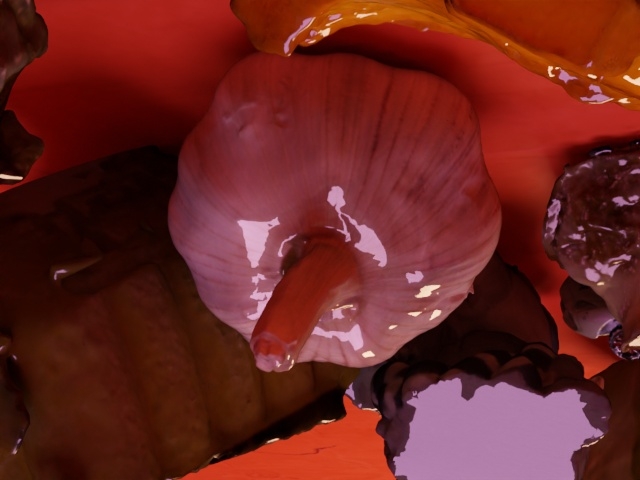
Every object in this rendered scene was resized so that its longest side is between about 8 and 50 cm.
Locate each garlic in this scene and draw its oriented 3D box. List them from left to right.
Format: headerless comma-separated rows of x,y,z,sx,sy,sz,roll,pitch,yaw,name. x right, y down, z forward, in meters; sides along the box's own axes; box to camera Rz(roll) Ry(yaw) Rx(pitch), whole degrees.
0.000,0.000,1.021,0.199,0.226,0.199,3,115,7,garlic

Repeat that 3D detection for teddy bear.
0.091,0.082,1.262,0.171,0.251,0.144,-13,116,0,teddy bear

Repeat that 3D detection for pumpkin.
0.124,-0.091,0.853,0.290,0.095,0.258,15,-173,-15,pumpkin

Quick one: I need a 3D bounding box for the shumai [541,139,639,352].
0.202,0.014,1.143,0.145,0.116,0.145,9,159,4,shumai

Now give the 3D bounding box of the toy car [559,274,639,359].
0.262,0.040,1.229,0.205,0.095,0.056,7,123,10,toy car

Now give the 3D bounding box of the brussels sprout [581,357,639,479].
0.320,0.196,1.401,0.328,0.247,0.328,9,156,4,brussels sprout

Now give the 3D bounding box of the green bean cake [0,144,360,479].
-0.164,0.051,1.207,0.285,0.202,0.310,-7,-172,40,green bean cake

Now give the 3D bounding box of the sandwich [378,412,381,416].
0.110,0.122,1.537,0.162,0.058,0.193,6,161,9,sandwich

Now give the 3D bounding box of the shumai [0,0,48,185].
-0.266,-0.065,0.881,0.292,0.288,0.330,18,159,-20,shumai
